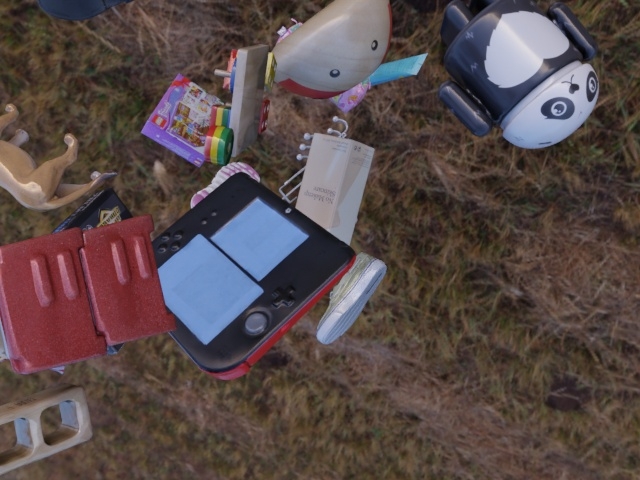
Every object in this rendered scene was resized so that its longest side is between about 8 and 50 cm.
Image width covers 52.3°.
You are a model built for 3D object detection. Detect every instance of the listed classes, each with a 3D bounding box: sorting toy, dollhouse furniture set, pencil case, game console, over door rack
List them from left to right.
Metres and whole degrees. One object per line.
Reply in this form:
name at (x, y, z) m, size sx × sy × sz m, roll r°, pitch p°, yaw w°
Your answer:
dollhouse furniture set at (-0.245, 0.178, 0.642) m, size 0.201 × 0.152 × 0.374 m, roll -7°, pitch 95°, yaw 44°
game console at (-0.169, 0.050, 1.251) m, size 0.386 × 0.342 × 0.060 m, roll 37°, pitch 167°, yaw 38°
sorting toy at (-0.109, -0.192, 0.862) m, size 0.046 × 0.274 × 0.132 m, roll 11°, pitch 110°, yaw 4°
over door rack at (-0.050, -0.247, 2.131) m, size 0.108 × 0.324 × 0.239 m, roll 37°, pitch 167°, yaw 0°
pencil case at (0.003, -0.475, 1.783) m, size 0.284 × 0.124 × 0.124 m, roll 39°, pitch 144°, yaw -3°

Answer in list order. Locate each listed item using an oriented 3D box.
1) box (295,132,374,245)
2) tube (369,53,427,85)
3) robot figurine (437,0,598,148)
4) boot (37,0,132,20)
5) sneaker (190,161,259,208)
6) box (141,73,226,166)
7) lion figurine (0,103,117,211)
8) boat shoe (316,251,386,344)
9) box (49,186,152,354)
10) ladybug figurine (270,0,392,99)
box at (0.030, -0.134, 1.849) m, size 0.148 × 0.311 × 0.121 m, roll 16°, pitch -176°, yaw 36°
tube at (0.202, -0.474, 1.817) m, size 0.207 × 0.080 × 0.052 m, roll 1°, pitch 150°, yaw 49°
robot figurine at (0.311, -0.278, 1.039) m, size 0.209 × 0.173 × 0.278 m, roll -44°, pitch 77°, yaw 34°
boot at (-0.491, -0.582, 1.459) m, size 0.263 × 0.229 × 0.091 m, roll -15°, pitch 128°, yaw -8°
sneaker at (-0.253, -0.112, 1.686) m, size 0.095 × 0.236 × 0.104 m, roll 39°, pitch 142°, yaw 6°
box at (-0.412, -0.381, 2.040) m, size 0.201 × 0.293 × 0.057 m, roll 31°, pitch 131°, yaw -16°
lion figurine at (-0.672, -0.155, 1.425) m, size 0.392 × 0.240 × 0.142 m, roll 22°, pitch 140°, yaw 13°
boat shoe at (0.079, 0.172, 1.952) m, size 0.094 × 0.302 × 0.109 m, roll 34°, pitch 172°, yaw 30°
box at (-0.517, 0.071, 1.563) m, size 0.073 × 0.295 × 0.293 m, roll -15°, pitch 119°, yaw 32°
ladybug figurine at (0.031, -0.423, 1.431) m, size 0.305 × 0.449 × 0.162 m, roll -35°, pitch 106°, yaw 7°
